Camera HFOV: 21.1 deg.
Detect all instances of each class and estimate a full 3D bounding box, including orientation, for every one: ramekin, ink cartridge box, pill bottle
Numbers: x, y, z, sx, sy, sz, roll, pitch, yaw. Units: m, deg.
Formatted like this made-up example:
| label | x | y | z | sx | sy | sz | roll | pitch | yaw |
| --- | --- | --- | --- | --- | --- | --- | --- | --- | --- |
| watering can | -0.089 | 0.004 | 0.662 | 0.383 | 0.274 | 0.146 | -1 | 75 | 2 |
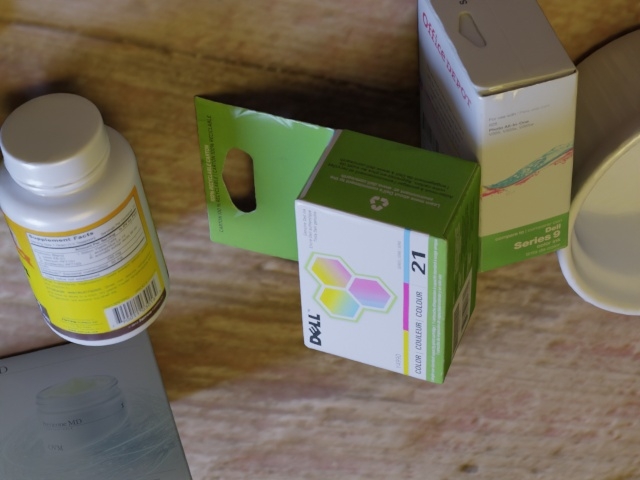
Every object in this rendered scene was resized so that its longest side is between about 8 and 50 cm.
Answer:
| label | x | y | z | sx | sy | sz | roll | pitch | yaw |
| --- | --- | --- | --- | --- | --- | --- | --- | --- | --- |
| ramekin | 0.327 | -0.072 | 1.588 | 0.277 | 0.135 | 0.277 | -12 | 137 | -12 |
| ink cartridge box | 0.148 | -0.105 | 1.462 | 0.093 | 0.154 | 0.212 | -16 | 138 | -7 |
| pill bottle | -0.200 | -0.018 | 1.430 | 0.117 | 0.117 | 0.215 | -17 | 138 | -6 |
| ink cartridge box | 0.000 | 0.000 | 1.455 | 0.255 | 0.097 | 0.189 | 14 | 140 | 16 |

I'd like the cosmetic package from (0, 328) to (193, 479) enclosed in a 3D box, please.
| label | x | y | z | sx | sy | sz | roll | pitch | yaw |
| --- | --- | --- | --- | --- | --- | --- | --- | --- | --- |
| cosmetic package | -0.239 | 0.222 | 1.582 | 0.224 | 0.224 | 0.138 | -13 | 135 | -11 |
